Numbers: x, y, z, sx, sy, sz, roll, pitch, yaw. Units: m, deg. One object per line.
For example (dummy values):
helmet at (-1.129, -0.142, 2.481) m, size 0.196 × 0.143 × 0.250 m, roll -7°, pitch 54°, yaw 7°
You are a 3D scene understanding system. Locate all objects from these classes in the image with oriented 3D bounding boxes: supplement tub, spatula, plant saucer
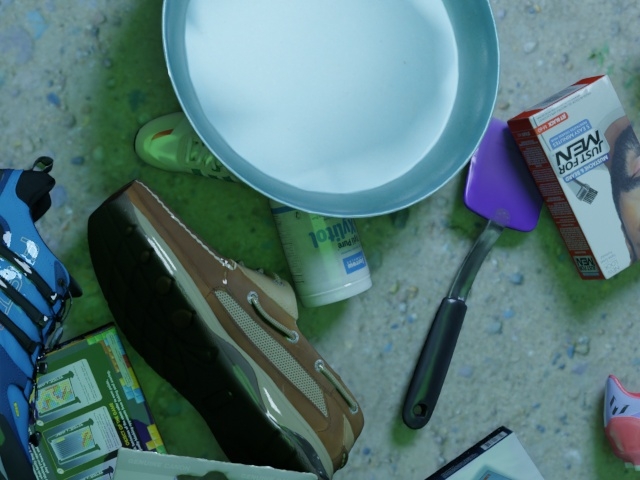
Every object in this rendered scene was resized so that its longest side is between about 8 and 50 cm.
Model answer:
supplement tub at (0.000, 0.000, 1.794) m, size 0.071 × 0.071 × 0.107 m, roll -19°, pitch 97°, yaw -8°
spatula at (0.137, 0.035, 1.841) m, size 0.084 × 0.030 × 0.296 m, roll 21°, pitch 90°, yaw -19°
plant saucer at (0.007, -0.171, 1.759) m, size 0.317 × 0.043 × 0.318 m, roll 4°, pitch 78°, yaw -20°

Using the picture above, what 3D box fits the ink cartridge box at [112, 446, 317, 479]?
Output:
ink cartridge box at (-0.113, 0.279, 1.765) m, size 0.181 × 0.056 × 0.225 m, roll 9°, pitch 112°, yaw -11°

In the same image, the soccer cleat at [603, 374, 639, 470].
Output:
soccer cleat at (0.386, 0.151, 1.871) m, size 0.248 × 0.083 × 0.095 m, roll -11°, pitch 91°, yaw -7°

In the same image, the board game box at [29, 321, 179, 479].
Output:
board game box at (-0.217, 0.178, 1.780) m, size 0.141 × 0.048 × 0.170 m, roll -22°, pitch 97°, yaw -6°

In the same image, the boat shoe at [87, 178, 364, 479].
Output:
boat shoe at (-0.080, 0.081, 1.774) m, size 0.120 × 0.122 × 0.324 m, roll -42°, pitch 102°, yaw -37°

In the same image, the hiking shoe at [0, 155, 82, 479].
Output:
hiking shoe at (-0.262, 0.071, 1.700) m, size 0.132 × 0.113 × 0.304 m, roll -8°, pitch 76°, yaw -16°

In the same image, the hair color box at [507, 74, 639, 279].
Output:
hair color box at (0.253, -0.058, 1.838) m, size 0.093 × 0.053 × 0.167 m, roll -30°, pitch 100°, yaw -18°

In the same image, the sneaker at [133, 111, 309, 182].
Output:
sneaker at (-0.084, -0.081, 1.771) m, size 0.161 × 0.075 × 0.057 m, roll 9°, pitch 92°, yaw -11°

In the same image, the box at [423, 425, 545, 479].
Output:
box at (0.122, 0.304, 1.850) m, size 0.233 × 0.044 × 0.159 m, roll -34°, pitch 99°, yaw -6°
